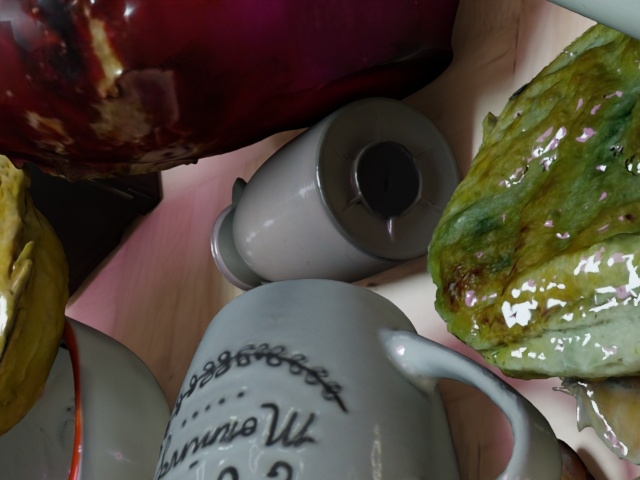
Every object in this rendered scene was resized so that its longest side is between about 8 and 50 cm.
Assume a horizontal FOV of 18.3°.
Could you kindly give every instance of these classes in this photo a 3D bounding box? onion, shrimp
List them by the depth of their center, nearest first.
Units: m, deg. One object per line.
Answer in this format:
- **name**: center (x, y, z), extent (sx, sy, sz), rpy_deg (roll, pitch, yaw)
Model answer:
- **shrimp**: center (0.156, 0.109, 1.021), extent (0.236, 0.053, 0.133), rpy_deg (-132, 46, -54)
- **onion**: center (-0.104, -0.257, 1.291), extent (0.398, 0.398, 0.420), rpy_deg (-7, 93, 58)

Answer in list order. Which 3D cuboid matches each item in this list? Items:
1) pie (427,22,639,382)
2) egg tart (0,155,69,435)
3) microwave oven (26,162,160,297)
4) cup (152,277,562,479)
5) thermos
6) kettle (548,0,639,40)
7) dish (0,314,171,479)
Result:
- **pie**: center (0.169, -0.050, 1.003), extent (0.277, 0.078, 0.277), rpy_deg (-31, 37, 27)
- **egg tart**: center (-0.261, 0.054, 1.429), extent (0.295, 0.116, 0.294), rpy_deg (-36, 41, 41)
- **microwave oven**: center (-0.278, -0.087, 1.653), extent (0.178, 0.247, 0.188), rpy_deg (-46, 38, 30)
- **cup**: center (0.022, 0.132, 1.102), extent (0.258, 0.186, 0.234), rpy_deg (-29, 39, 30)
- **thermos**: center (0.000, 0.000, 1.293), extent (0.193, 0.105, 0.137), rpy_deg (-26, 82, 56)
- **kettle**: center (0.180, -0.192, 0.937), extent (0.318, 0.265, 0.205), rpy_deg (39, 109, 59)
- **dish**: center (-0.185, 0.190, 1.448), extent (0.256, 0.117, 0.256), rpy_deg (-36, 44, 44)
